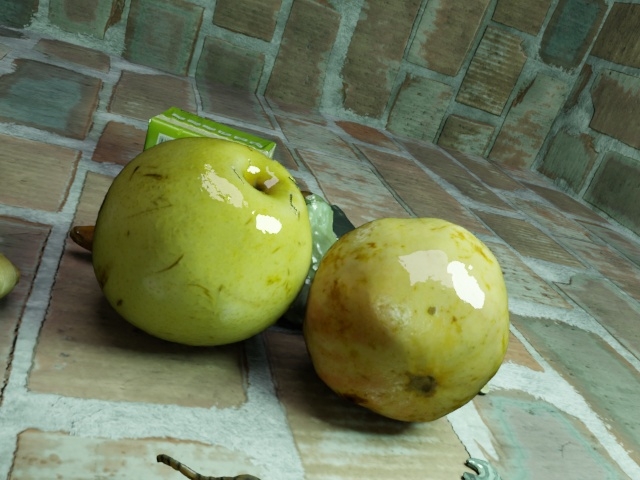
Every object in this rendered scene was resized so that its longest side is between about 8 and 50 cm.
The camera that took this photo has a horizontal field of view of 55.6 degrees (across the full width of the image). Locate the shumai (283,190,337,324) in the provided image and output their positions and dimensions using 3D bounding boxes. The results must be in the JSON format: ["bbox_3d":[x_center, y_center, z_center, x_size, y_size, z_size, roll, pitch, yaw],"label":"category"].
[{"bbox_3d":[-0.021,0.034,1.169,0.261,0.221,0.225,37,25,27],"label":"shumai"}]

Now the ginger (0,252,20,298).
[{"bbox_3d":[-0.556,0.037,0.729,0.363,0.122,0.348,16,-8,-29],"label":"ginger"}]

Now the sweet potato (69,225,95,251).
[{"bbox_3d":[-0.283,0.002,1.167,0.359,0.112,0.112,6,25,-38],"label":"sweet potato"}]

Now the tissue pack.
[{"bbox_3d":[-0.273,-0.173,1.458,0.275,0.200,0.167,19,23,-1],"label":"tissue pack"}]

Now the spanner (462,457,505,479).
[{"bbox_3d":[0.336,0.406,0.856,0.302,0.017,0.071,29,24,25],"label":"spanner"}]

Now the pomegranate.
[{"bbox_3d":[0.134,0.120,0.977,0.343,0.342,0.342,17,22,-7],"label":"pomegranate"}]

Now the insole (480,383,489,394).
[{"bbox_3d":[0.244,0.185,1.160,0.247,0.011,0.081,55,26,12],"label":"insole"}]

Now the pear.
[{"bbox_3d":[-0.181,-0.001,0.960,0.349,0.348,0.348,17,22,-7],"label":"pear"}]

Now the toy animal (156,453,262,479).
[{"bbox_3d":[-0.071,0.291,0.651,0.255,0.116,0.114,22,20,6],"label":"toy animal"}]

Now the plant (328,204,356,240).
[{"bbox_3d":[0.000,0.000,1.364,0.256,0.141,0.164,30,25,15],"label":"plant"}]
